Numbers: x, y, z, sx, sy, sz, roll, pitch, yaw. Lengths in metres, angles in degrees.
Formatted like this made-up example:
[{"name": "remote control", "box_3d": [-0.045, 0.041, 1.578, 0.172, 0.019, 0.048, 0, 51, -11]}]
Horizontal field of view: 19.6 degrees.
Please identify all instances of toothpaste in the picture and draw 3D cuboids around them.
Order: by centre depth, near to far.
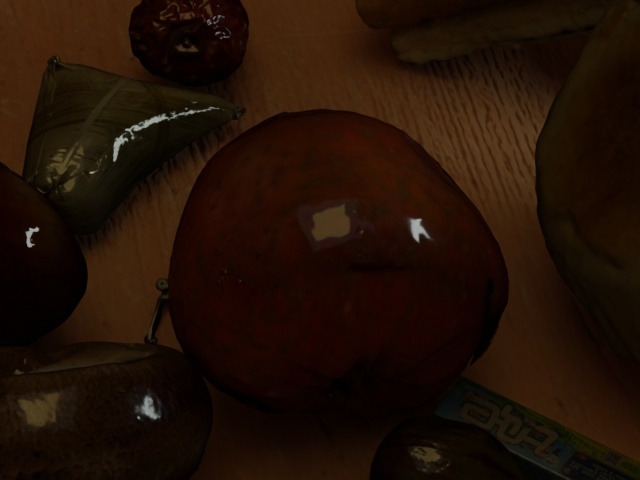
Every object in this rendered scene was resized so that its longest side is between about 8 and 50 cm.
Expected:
[{"name": "toothpaste", "box_3d": [0.191, 0.172, 1.526, 0.193, 0.044, 0.070, 25, 53, 22]}]

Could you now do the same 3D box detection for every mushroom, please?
[{"name": "mushroom", "box_3d": [-0.203, 0.152, 1.444, 0.253, 0.153, 0.253, -12, 4, 1]}]

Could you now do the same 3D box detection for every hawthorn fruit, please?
[{"name": "hawthorn fruit", "box_3d": [0.000, 0.000, 1.544, 0.276, 0.276, 0.307, -11, 51, -9]}]

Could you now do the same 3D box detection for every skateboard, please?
[{"name": "skateboard", "box_3d": [-0.110, 0.069, 1.639, 0.083, 0.032, 0.064, 7, 58, 10]}]

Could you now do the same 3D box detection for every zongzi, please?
[{"name": "zongzi", "box_3d": [-0.176, -0.081, 1.736, 0.197, 0.099, 0.194, 8, 48, -1]}]

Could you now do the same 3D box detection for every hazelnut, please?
[{"name": "hazelnut", "box_3d": [-0.308, 0.026, 1.560, 0.251, 0.217, 0.217, -14, 32, 46]}]

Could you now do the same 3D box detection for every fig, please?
[{"name": "fig", "box_3d": [0.115, 0.196, 1.472, 0.154, 0.103, 0.109, 19, 26, 0]}]

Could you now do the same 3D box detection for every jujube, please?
[{"name": "jujube", "box_3d": [-0.127, -0.207, 1.816, 0.112, 0.109, 0.176, 42, 11, -12]}]

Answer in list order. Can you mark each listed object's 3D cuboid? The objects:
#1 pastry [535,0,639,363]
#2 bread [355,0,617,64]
[{"name": "pastry", "box_3d": [0.377, -0.054, 1.538, 0.312, 0.388, 0.388, 25, 36, -35]}, {"name": "bread", "box_3d": [0.228, -0.308, 1.797, 0.375, 0.165, 0.236, -9, 42, 39]}]
